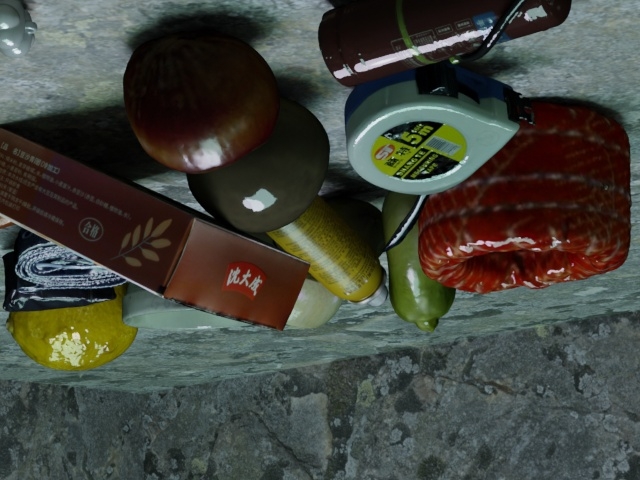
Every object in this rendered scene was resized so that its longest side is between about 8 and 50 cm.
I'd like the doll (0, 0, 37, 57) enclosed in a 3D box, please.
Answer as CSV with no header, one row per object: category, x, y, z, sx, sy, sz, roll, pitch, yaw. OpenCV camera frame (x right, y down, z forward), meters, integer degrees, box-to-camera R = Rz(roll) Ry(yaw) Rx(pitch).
doll,-0.399,-0.235,1.455,0.162,0.062,0.106,-6,170,5

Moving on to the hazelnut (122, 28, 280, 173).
hazelnut,-0.155,-0.173,1.570,0.178,0.178,0.204,11,-170,-45

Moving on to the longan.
longan,-0.089,-0.105,1.778,0.197,0.196,0.220,2,164,-18

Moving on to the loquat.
loquat,0.033,-0.006,2.293,0.152,0.152,0.195,8,160,-37

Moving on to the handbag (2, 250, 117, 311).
handbag,-0.495,0.069,2.438,0.211,0.088,0.254,-5,-159,-12

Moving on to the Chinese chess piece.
Chinese chess piece,-0.073,0.061,2.374,0.250,0.101,0.250,25,-163,-8

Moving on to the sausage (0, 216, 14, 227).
sausage,-0.513,-0.059,2.085,0.179,0.089,0.089,-15,164,7

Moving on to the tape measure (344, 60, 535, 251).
tape measure,0.108,-0.117,1.790,0.215,0.098,0.351,17,139,-26

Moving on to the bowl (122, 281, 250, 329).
bowl,-0.241,0.088,2.559,0.307,0.163,0.307,-4,166,-1

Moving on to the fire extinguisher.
fire extinguisher,0.171,-0.253,1.437,0.341,0.105,0.141,-12,178,32

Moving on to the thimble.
thimble,0.312,-0.059,1.979,0.350,0.230,0.350,-1,166,0

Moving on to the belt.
belt,-0.442,0.014,2.327,0.218,0.128,0.122,0,123,-11

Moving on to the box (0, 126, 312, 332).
box,-0.261,-0.012,1.904,0.385,0.122,0.344,24,180,29

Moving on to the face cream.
face cream,0.000,0.000,2.112,0.105,0.105,0.349,-14,137,37

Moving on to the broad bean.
broad bean,0.167,0.023,2.203,0.119,0.238,0.291,-2,132,10

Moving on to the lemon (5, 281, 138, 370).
lemon,-0.499,0.154,2.639,0.288,0.233,0.233,-1,167,-27
